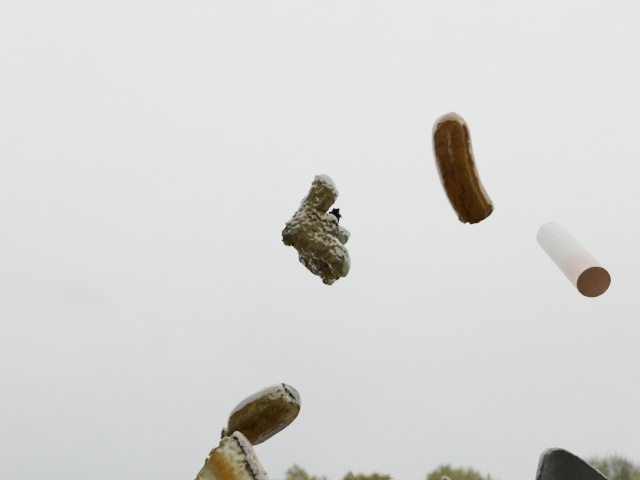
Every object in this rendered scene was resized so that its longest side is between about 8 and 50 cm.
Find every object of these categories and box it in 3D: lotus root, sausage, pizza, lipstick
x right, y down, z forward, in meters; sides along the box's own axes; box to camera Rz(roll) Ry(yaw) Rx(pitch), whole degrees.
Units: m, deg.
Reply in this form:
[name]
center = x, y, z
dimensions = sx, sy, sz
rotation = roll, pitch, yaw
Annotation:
[lotus root]
center = -0.166, 0.472, 1.849
dimensions = 0.260, 0.129, 0.145
rotation = -37, -25, 14
[sausage]
center = 0.326, -0.169, 1.623
dimensions = 0.108, 0.109, 0.271
rotation = -10, -69, 28
[pizza]
center = -0.194, 0.680, 1.477
dimensions = 0.391, 0.435, 0.080
rotation = 21, -10, 46
[lipstick]
center = 0.670, 0.044, 1.846
dimensions = 0.087, 0.327, 0.087
rotation = 0, -69, -1

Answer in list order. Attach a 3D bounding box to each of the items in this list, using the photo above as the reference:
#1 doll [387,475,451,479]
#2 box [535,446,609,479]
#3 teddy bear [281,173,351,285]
[doll]
center = 0.188, 0.545, 1.333
dimensions = 0.213, 0.236, 0.213
rotation = 46, -2, 2
[box]
center = 0.380, 0.432, 1.031
dimensions = 0.212, 0.201, 0.042
rotation = 34, -29, -26
[teddy bear]
center = 0.000, 0.000, 1.726
dimensions = 0.156, 0.267, 0.256
rotation = -14, -22, 8
